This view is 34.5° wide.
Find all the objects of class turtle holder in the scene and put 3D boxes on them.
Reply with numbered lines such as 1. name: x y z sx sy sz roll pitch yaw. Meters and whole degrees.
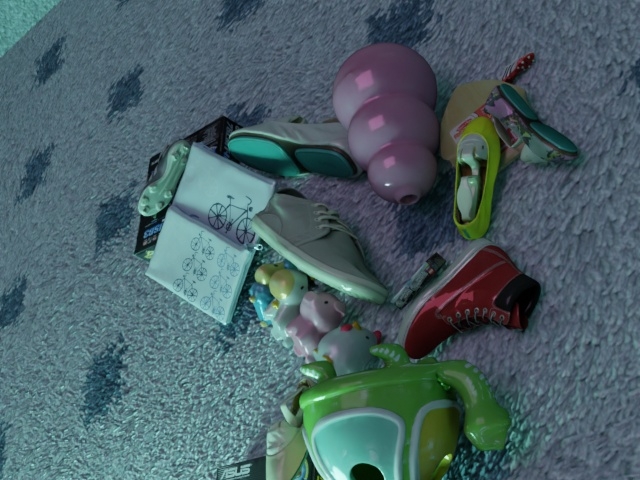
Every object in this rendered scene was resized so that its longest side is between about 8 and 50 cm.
1. turtle holder: 0.131 0.297 1.643 0.320 0.243 0.227 -8 71 1

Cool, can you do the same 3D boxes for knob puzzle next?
1. knob puzzle: 0.300 -0.209 1.879 0.213 0.030 0.213 -11 71 33

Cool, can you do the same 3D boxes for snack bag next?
1. snack bag: -0.246 -0.025 2.305 0.323 0.037 0.342 28 100 42

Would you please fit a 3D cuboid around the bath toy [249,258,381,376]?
1. bath toy: -0.009 0.147 1.953 0.129 0.151 0.348 -30 34 -18

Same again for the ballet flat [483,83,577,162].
1. ballet flat: 0.356 -0.184 1.776 0.221 0.077 0.079 53 126 38

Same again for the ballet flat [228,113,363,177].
1. ballet flat: -0.033 -0.211 2.217 0.400 0.139 0.139 10 75 46

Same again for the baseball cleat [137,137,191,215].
1. baseball cleat: -0.378 -0.153 2.498 0.206 0.072 0.109 -55 25 -1

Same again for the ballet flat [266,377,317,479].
1. ballet flat: -0.052 0.333 1.826 0.086 0.086 0.248 -28 17 35

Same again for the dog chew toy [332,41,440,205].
1. dog chew toy: 0.137 -0.214 1.959 0.206 0.206 0.332 -32 53 32

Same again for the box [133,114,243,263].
1. box: -0.321 -0.120 2.509 0.295 0.073 0.293 -24 52 37

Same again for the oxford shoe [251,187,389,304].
1. oxford shoe: 0.000 0.000 2.003 0.130 0.169 0.449 -57 33 3

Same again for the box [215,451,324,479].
1. box: -0.092 0.501 1.866 0.270 0.060 0.216 -21 53 39

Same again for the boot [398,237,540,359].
1. boot: 0.246 0.131 1.703 0.244 0.088 0.176 -50 40 8

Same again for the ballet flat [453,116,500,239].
1. ballet flat: 0.268 -0.117 1.806 0.077 0.077 0.231 -2 76 33

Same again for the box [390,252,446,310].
1. box: 0.172 0.070 1.797 0.027 0.137 0.094 41 104 7

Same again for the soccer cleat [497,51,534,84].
1. soccer cleat: 0.360 -0.319 1.903 0.083 0.029 0.035 -49 43 22
